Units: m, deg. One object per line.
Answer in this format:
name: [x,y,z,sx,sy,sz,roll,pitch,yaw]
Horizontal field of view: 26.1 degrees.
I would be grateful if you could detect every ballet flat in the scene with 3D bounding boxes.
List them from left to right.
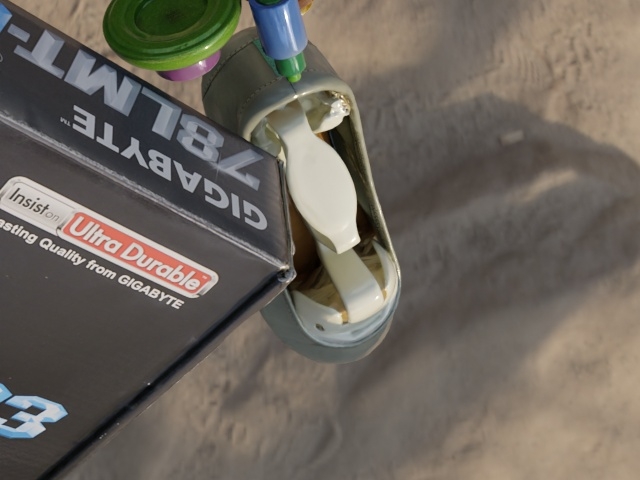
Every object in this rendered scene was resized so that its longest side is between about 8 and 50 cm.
ballet flat: [0.000,0.000,0.630,0.072,0.068,0.213,-29,133,-10]

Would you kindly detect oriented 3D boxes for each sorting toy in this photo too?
sorting toy: [-0.029,-0.084,0.515,0.102,0.061,0.042,-42,143,-21]

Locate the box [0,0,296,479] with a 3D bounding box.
box: [-0.212,0.014,0.500,0.295,0.073,0.293,29,126,-32]
